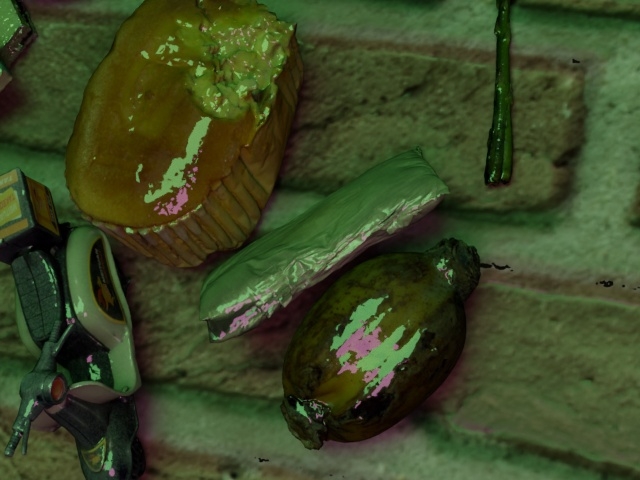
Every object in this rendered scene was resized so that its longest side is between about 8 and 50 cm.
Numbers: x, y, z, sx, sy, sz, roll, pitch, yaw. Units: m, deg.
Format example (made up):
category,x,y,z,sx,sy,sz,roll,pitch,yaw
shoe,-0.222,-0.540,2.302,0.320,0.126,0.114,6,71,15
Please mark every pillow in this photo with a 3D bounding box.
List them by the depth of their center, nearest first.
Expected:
category,x,y,z,sx,sy,sz,roll,pitch,yaw
pillow,0.000,0.000,1.183,0.229,0.050,0.148,-30,20,1

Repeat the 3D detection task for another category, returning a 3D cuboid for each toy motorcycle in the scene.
category,x,y,z,sx,sy,sz,roll,pitch,yaw
toy motorcycle,-0.213,0.085,1.188,0.091,0.157,0.263,-25,64,16

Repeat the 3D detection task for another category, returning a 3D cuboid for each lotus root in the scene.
category,x,y,z,sx,sy,sz,roll,pitch,yaw
lotus root,0.049,0.079,1.141,0.209,0.120,0.120,-45,65,-4

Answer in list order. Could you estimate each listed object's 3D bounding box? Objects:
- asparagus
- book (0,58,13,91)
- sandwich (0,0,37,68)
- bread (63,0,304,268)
category,x,y,z,sx,sy,sz,roll,pitch,yaw
asparagus,0.160,-0.157,1.249,0.023,0.022,0.233,-23,58,56
book,-0.485,-0.198,1.421,0.264,0.031,0.379,-44,64,9
sandwich,-0.323,-0.219,1.401,0.093,0.036,0.105,1,69,17
bread,-0.118,-0.105,1.249,0.179,0.133,0.250,21,76,26
